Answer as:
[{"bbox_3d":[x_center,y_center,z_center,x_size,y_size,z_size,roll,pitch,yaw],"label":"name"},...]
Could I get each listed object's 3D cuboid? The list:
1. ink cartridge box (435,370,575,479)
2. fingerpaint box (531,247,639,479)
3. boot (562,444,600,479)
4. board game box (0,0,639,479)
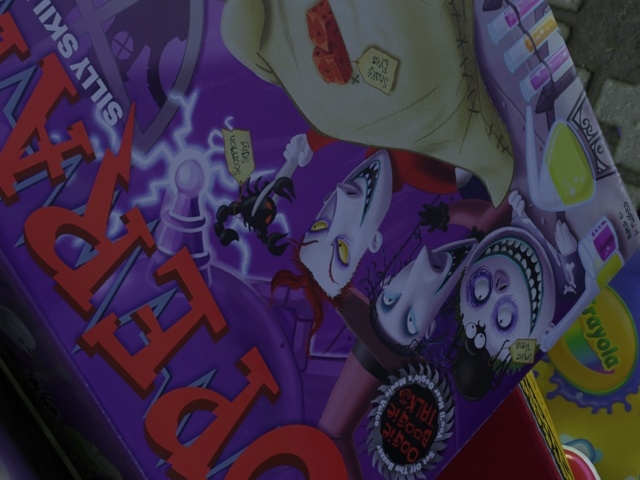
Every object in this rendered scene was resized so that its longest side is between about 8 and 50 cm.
[{"bbox_3d":[-0.016,-0.002,0.670,0.272,0.130,0.309,-98,162,-71],"label":"ink cartridge box"},{"bbox_3d":[0.193,0.108,1.629,0.371,0.163,0.445,-104,180,-57],"label":"fingerpaint box"},{"bbox_3d":[0.192,0.280,1.364,0.176,0.088,0.244,44,42,-82],"label":"boot"},{"bbox_3d":[-0.036,-0.076,0.491,0.056,0.208,0.347,12,-43,51],"label":"board game box"}]
